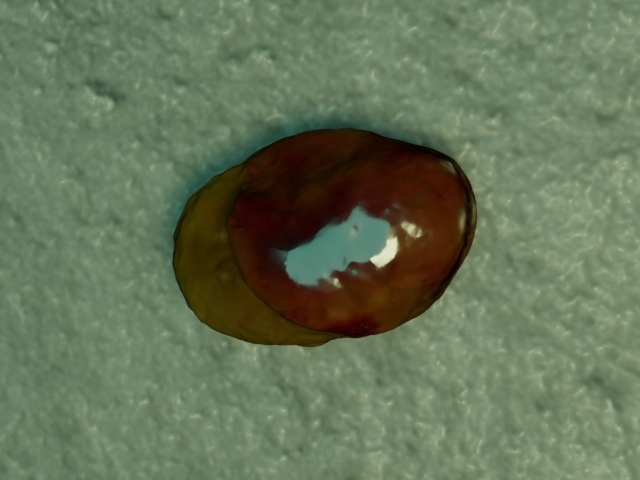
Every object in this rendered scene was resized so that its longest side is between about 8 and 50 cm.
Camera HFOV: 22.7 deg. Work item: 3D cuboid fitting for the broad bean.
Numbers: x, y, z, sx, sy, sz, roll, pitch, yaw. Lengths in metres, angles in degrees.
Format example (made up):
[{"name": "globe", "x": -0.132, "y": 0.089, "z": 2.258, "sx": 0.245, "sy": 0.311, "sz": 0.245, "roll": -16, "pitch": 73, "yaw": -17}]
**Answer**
[{"name": "broad bean", "x": -0.001, "y": -0.002, "z": 1.151, "sx": 0.228, "sy": 0.122, "sz": 0.156, "roll": -7, "pitch": 90, "yaw": 12}]
